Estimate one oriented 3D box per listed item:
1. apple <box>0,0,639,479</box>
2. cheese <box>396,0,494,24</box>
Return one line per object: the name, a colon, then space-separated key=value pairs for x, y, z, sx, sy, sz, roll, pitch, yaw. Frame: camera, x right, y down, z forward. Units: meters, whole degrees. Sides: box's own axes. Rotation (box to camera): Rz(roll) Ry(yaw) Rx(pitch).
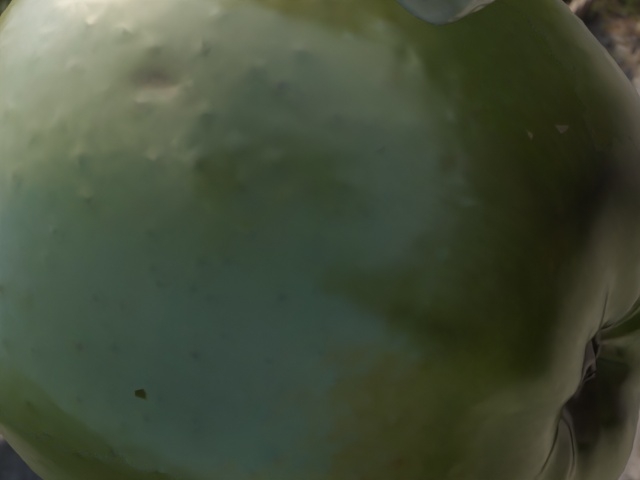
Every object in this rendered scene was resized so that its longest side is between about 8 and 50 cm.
apple: x=0.000 y=0.000 z=0.977 sx=0.474 sy=0.474 sz=0.473 roll=-22 pitch=62 yaw=47
cheese: x=-0.002 y=-0.142 z=0.466 sx=0.043 sy=0.194 sz=0.065 roll=11 pitch=65 yaw=53
